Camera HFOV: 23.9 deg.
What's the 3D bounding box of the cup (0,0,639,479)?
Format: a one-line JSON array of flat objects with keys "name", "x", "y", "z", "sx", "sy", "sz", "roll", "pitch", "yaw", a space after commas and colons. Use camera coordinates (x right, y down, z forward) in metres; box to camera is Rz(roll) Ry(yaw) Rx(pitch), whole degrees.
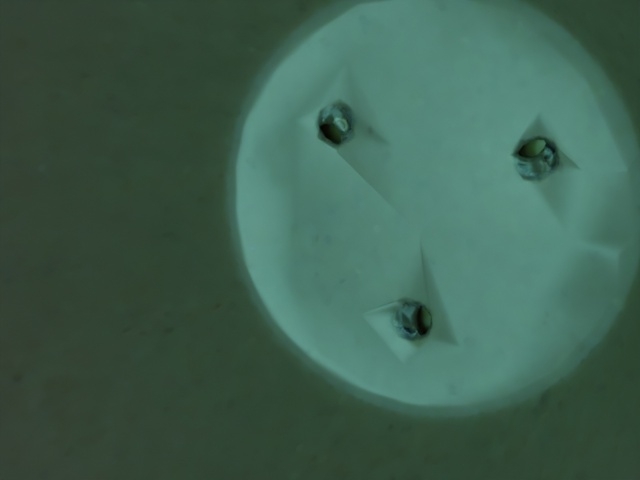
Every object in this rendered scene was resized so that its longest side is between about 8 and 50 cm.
[{"name": "cup", "x": 0.000, "y": 0.000, "z": 0.474, "sx": 0.331, "sy": 0.237, "sz": 0.331, "roll": 3, "pitch": 99, "yaw": 24}]
